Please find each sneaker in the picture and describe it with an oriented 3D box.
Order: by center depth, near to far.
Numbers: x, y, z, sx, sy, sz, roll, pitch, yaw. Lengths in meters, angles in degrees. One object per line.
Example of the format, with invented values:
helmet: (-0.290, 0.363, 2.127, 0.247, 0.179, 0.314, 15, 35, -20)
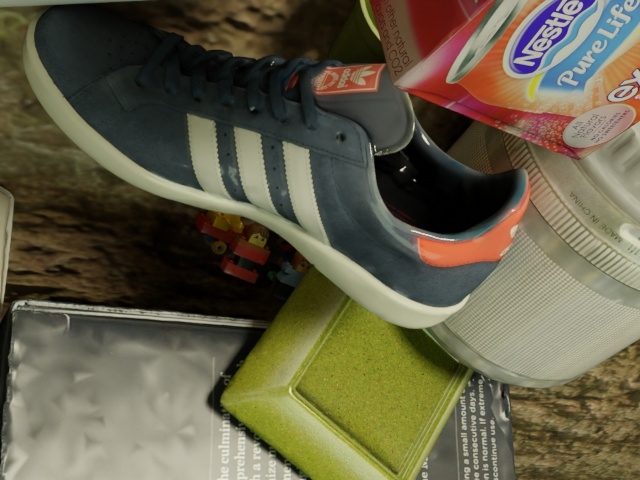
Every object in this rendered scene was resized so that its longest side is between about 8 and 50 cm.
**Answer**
sneaker: (-0.018, -0.082, 0.584, 0.350, 0.131, 0.148, 28, 135, -11)

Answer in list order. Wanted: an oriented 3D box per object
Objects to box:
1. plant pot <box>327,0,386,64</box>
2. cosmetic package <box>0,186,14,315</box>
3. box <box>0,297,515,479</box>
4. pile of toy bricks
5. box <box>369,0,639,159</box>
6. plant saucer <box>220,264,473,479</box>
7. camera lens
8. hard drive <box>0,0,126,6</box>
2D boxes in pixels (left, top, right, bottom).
plant pot: (0.044, -0.141, 0.625, 0.083, 0.083, 0.079, 9, 156, -26)
cosmetic package: (-0.420, 0.034, 0.737, 0.296, 0.129, 0.153, -24, 144, 22)
box: (-0.125, 0.265, 0.931, 0.472, 0.297, 0.480, 9, 160, -23)
pile of toy bricks: (0.000, 0.000, 0.834, 0.212, 0.118, 0.105, 23, 99, -26)
box: (0.088, -0.182, 0.386, 0.122, 0.257, 0.128, 14, 143, -37)
plant saucer: (0.042, 0.116, 0.747, 0.188, 0.188, 0.045, 42, 152, -14)
camera lens: (0.205, -0.024, 0.708, 0.219, 0.219, 0.274, 8, 145, -25)
hard drive: (-0.230, -0.210, 0.471, 0.318, 0.040, 0.210, -5, 149, -6)
